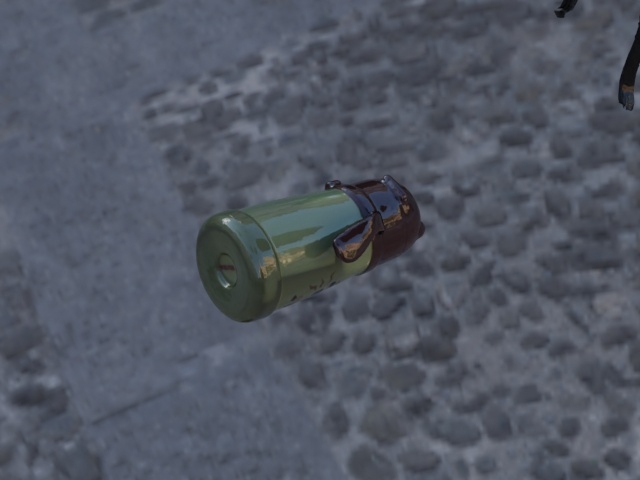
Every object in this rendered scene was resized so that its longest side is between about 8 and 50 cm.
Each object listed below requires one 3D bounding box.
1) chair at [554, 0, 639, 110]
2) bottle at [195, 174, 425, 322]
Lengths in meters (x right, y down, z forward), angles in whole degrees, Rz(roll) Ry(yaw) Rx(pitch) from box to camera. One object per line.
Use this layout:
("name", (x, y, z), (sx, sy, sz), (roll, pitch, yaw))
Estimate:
("chair", (0.257, -0.225, 1.092), (0.174, 0.213, 0.149), (-8, 32, -14))
("bottle", (0.001, 0.001, 0.643), (0.101, 0.047, 0.063), (-18, 29, -35))
